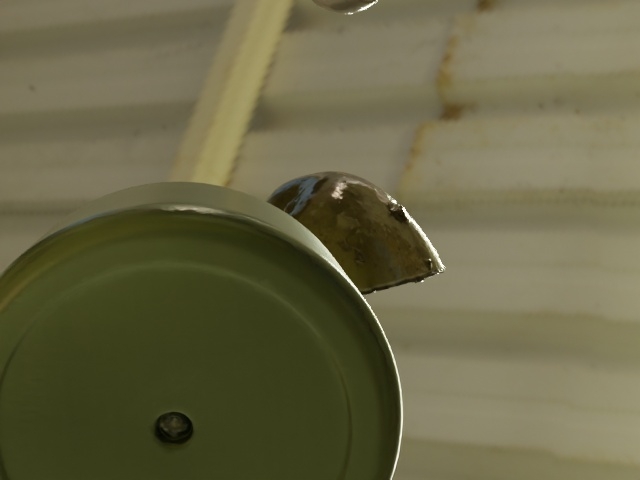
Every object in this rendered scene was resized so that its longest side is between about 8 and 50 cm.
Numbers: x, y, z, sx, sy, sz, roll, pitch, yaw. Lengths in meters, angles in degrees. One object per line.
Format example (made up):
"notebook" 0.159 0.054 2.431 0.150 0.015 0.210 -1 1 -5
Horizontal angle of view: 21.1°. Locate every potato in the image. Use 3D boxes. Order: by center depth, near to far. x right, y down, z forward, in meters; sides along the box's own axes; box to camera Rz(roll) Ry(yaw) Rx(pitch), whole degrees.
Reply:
"potato" 0.000 0.000 1.500 0.202 0.182 0.117 -12 -86 59

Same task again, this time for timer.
"timer" -0.095 0.070 1.222 0.291 0.291 0.315 -35 -164 10

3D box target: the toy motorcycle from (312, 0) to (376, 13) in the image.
"toy motorcycle" 0.048 -0.296 1.406 0.112 0.112 0.254 1 -130 37
